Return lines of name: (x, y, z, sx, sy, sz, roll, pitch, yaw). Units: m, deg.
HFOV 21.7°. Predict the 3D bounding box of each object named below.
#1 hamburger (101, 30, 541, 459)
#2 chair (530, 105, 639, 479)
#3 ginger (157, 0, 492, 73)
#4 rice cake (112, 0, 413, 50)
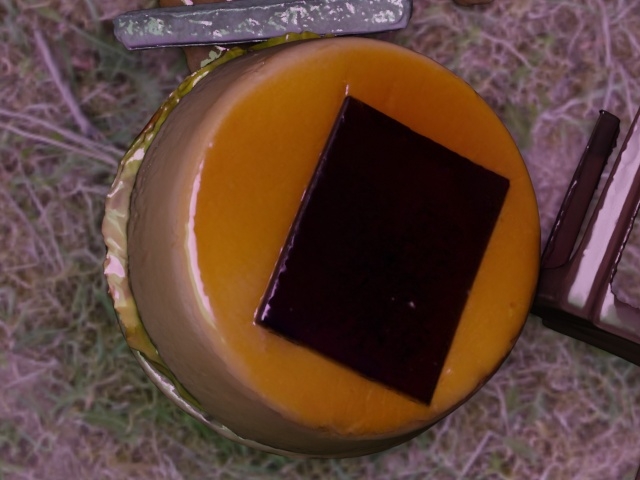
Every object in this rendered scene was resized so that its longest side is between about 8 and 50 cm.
hamburger: (0.000, 0.000, 1.111, 0.300, 0.176, 0.300, 4, 80, -22)
chair: (0.215, 0.088, 1.108, 0.183, 0.175, 0.326, 26, 84, -2)
ginger: (0.006, -0.172, 1.199, 0.259, 0.065, 0.149, 2, 101, 0)
rice cake: (-0.039, -0.153, 1.158, 0.208, 0.033, 0.033, -5, 105, 4)
